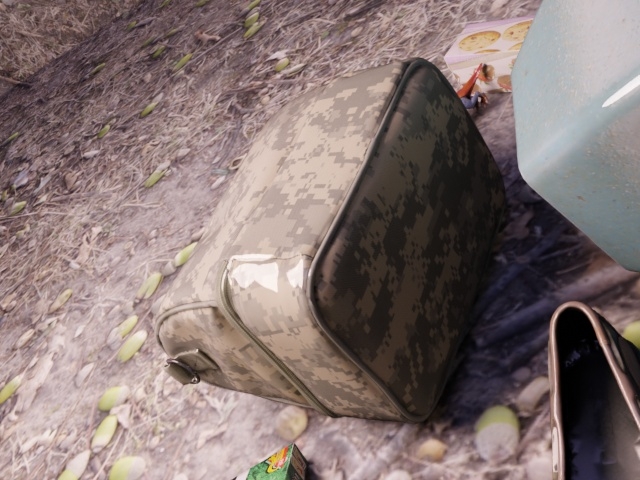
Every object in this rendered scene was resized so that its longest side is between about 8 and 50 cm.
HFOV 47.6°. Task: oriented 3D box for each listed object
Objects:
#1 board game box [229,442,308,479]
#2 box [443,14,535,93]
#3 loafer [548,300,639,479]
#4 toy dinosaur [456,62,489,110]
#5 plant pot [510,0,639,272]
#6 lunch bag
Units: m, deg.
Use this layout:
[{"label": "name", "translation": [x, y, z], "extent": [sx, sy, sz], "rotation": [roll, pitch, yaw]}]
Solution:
[{"label": "board game box", "translation": [-0.081, 0.238, 0.531], "extent": [0.136, 0.030, 0.260], "rotation": [-30, 3, 5]}, {"label": "box", "translation": [0.282, -0.204, 0.772], "extent": [0.324, 0.063, 0.067], "rotation": [11, 60, 49]}, {"label": "loafer", "translation": [0.178, 0.156, 0.448], "extent": [0.096, 0.084, 0.268], "rotation": [-22, 38, 24]}, {"label": "toy dinosaur", "translation": [0.149, -0.153, 0.843], "extent": [0.082, 0.090, 0.047], "rotation": [-13, 13, -16]}, {"label": "plant pot", "translation": [0.284, -0.114, 0.530], "extent": [0.252, 0.247, 0.248], "rotation": [-36, 31, 38]}, {"label": "lunch bag", "translation": [0.000, 0.000, 0.679], "extent": [0.256, 0.212, 0.305], "rotation": [-5, 47, 40]}]
